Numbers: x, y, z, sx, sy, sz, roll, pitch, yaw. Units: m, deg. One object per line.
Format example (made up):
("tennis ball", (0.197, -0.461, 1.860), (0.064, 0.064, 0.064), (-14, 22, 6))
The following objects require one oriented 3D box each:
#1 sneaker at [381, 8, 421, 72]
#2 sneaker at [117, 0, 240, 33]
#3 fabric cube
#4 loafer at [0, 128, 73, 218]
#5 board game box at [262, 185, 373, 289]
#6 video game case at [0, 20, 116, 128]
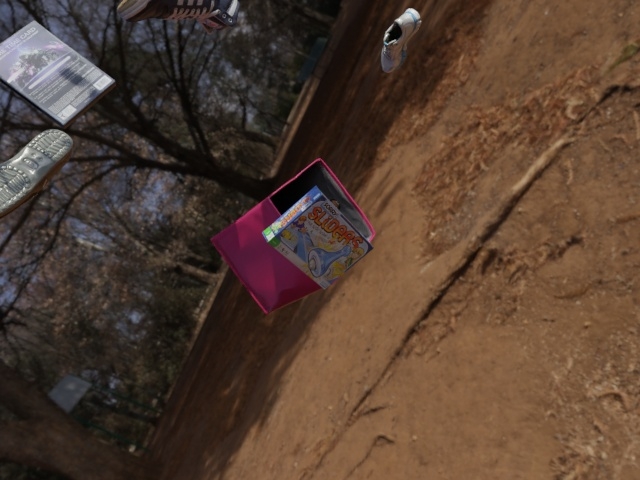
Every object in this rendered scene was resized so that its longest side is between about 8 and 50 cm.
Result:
("sneaker", (0.187, -0.513, 1.479), (0.083, 0.071, 0.190), (-34, -19, -30))
("sneaker", (-0.278, -0.484, 1.182), (0.099, 0.153, 0.282), (6, 45, 42))
("fabric cube", (-0.066, -0.008, 1.456), (0.258, 0.254, 0.259), (-31, 9, 42))
("loafer", (-0.591, -0.115, 1.128), (0.251, 0.094, 0.087), (-48, -4, -28))
("board game box", (0.000, 0.000, 1.105), (0.136, 0.201, 0.035), (-41, 44, 7))
("video game case", (-0.717, -0.441, 1.496), (0.196, 0.274, 0.026), (-54, 1, -28))
